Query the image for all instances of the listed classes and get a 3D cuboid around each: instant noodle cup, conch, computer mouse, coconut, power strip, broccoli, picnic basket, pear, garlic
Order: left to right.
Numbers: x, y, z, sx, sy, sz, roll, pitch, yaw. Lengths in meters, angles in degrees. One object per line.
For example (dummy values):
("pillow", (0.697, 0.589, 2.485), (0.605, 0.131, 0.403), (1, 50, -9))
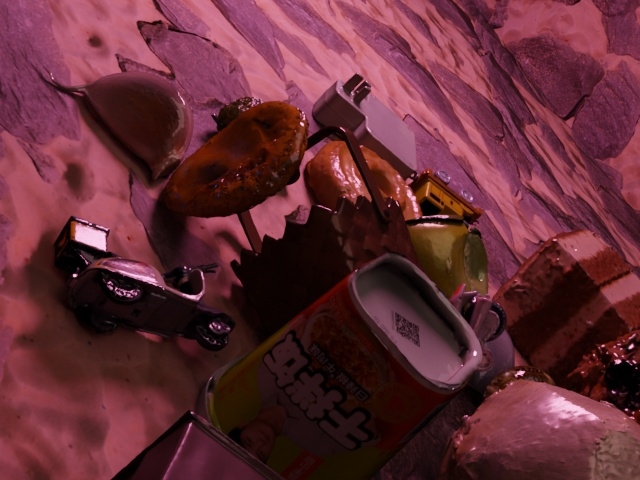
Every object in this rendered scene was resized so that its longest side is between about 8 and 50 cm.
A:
("garlic", (-0.325, -0.236, 1.537), (0.266, 0.128, 0.148), (35, 17, 5))
("broccoli", (-0.137, -0.219, 1.724), (0.131, 0.130, 0.120), (33, 62, -79))
("picnic basket", (0.000, 0.000, 1.459), (0.291, 0.254, 0.321), (-2, 66, -57))
("instant noodle cup", (0.037, 0.193, 1.204), (0.294, 0.308, 0.294), (32, 31, -22))
("power strip", (0.125, -0.279, 2.106), (0.261, 0.141, 0.229), (38, 29, -18))
("pear", (0.226, 0.101, 1.652), (0.292, 0.159, 0.292), (38, 45, -50))
("computer mouse", (0.325, 0.177, 1.823), (0.167, 0.090, 0.379), (34, 29, -21))
("conch", (0.366, 0.323, 1.631), (0.181, 0.124, 0.187), (-40, 116, -43))
("coconut", (0.344, 0.384, 1.317), (0.360, 0.346, 0.346), (36, 29, -30))

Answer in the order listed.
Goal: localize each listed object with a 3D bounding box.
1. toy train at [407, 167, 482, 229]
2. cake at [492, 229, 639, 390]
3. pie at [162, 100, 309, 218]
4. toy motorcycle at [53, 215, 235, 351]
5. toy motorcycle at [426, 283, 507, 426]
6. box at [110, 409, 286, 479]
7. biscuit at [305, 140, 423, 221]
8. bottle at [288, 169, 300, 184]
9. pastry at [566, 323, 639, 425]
("toy train", (0.290, -0.084, 2.116), (0.219, 0.089, 0.127), (36, 40, -16))
("cake", (0.569, 0.154, 1.996), (0.290, 0.256, 0.282), (50, 31, 19))
("pie", (-0.136, -0.126, 1.456), (0.069, 0.273, 0.273), (53, 21, -33))
("toy motorcycle", (-0.236, 0.070, 1.241), (0.263, 0.091, 0.157), (22, 31, -31))
("toy motorcycle", (0.193, 0.182, 1.510), (0.171, 0.260, 0.110), (40, -6, -5))
("box", (-0.112, 0.340, 0.953), (0.252, 0.188, 0.153), (42, 29, -9))
("biscuit", (0.106, -0.097, 1.884), (0.296, 0.102, 0.296), (32, 29, -20))
("bottle", (-0.077, -0.182, 1.804), (0.060, 0.060, 0.164), (26, 34, -30))
("pastry", (0.618, 0.342, 1.642), (0.292, 0.337, 0.405), (38, 52, -21))
